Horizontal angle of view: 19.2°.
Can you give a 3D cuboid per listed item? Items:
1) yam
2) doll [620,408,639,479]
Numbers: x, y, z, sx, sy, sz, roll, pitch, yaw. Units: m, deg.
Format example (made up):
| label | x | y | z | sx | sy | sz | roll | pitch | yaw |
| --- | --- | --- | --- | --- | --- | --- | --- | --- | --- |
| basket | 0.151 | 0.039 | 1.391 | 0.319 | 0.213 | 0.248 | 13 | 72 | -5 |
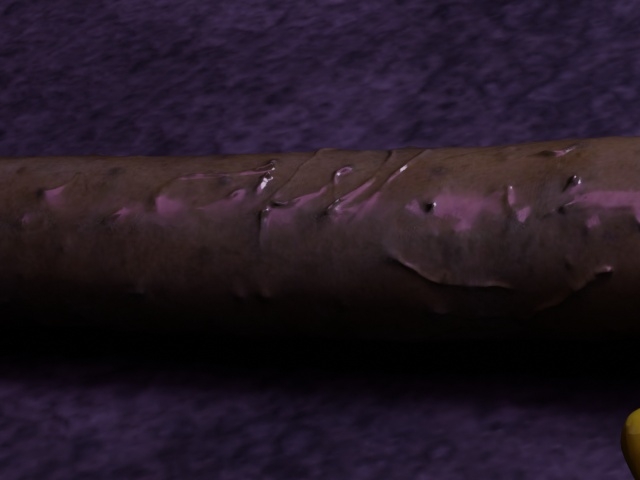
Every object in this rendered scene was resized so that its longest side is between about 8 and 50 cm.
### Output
| label | x | y | z | sx | sy | sz | roll | pitch | yaw |
| --- | --- | --- | --- | --- | --- | --- | --- | --- | --- |
| yam | 0.000 | 0.000 | 0.691 | 0.371 | 0.083 | 0.083 | 0 | 36 | 20 |
| doll | 0.153 | 0.108 | 0.462 | 0.199 | 0.145 | 0.363 | 47 | 45 | 7 |
